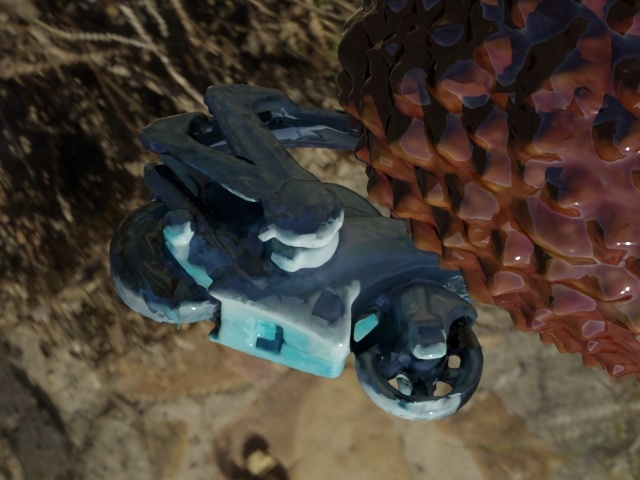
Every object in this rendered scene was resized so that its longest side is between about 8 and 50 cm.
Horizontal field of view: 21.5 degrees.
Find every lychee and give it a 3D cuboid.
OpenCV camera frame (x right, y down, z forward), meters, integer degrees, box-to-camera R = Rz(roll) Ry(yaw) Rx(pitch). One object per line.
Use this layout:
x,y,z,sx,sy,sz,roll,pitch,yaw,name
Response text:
0.157,-0.072,0.688,0.304,0.276,0.275,-5,111,-20,lychee

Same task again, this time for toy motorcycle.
0.000,0.000,1.111,0.260,0.206,0.154,20,144,8,toy motorcycle
